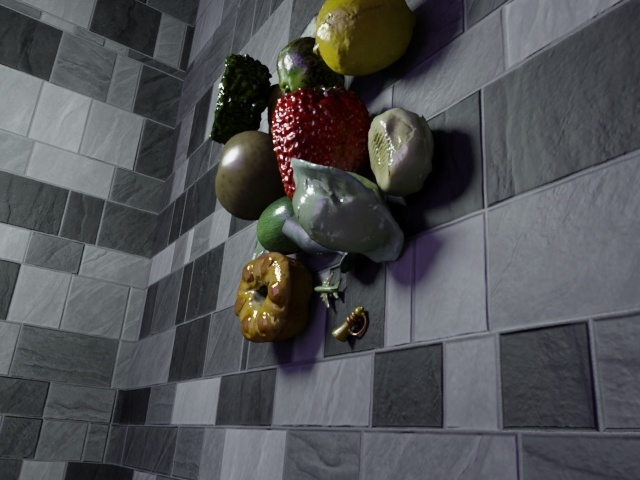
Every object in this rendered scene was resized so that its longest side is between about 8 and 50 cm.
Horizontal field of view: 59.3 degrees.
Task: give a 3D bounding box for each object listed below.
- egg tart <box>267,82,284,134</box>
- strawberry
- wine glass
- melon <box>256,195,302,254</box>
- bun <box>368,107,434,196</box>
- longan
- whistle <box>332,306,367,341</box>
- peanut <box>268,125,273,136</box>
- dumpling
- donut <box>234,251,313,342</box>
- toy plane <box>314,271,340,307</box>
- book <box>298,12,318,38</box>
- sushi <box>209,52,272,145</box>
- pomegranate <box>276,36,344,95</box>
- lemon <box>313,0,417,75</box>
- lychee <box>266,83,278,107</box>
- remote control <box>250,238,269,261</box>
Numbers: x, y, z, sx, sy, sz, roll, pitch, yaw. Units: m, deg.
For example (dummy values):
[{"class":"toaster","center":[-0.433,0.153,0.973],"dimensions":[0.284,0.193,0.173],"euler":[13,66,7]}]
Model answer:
[{"class":"egg tart","center":[-0.065,-0.474,1.977],"dimensions":[0.290,0.107,0.291],"euler":[-3,85,36]},{"class":"strawberry","center":[-0.004,-0.271,1.626],"dimensions":[0.311,0.267,0.352],"euler":[1,72,26]},{"class":"wine glass","center":[0.000,0.000,1.563],"dimensions":[0.222,0.103,0.103],"euler":[29,103,24]},{"class":"melon","center":[-0.090,-0.051,1.758],"dimensions":[0.287,0.182,0.182],"euler":[-25,55,54]},{"class":"bun","center":[0.207,-0.223,1.407],"dimensions":[0.229,0.145,0.230],"euler":[170,90,-83]},{"class":"longan","center":[-0.243,-0.232,2.024],"dimensions":[0.350,0.288,0.289],"euler":[-57,33,39]},{"class":"whistle","center":[0.082,0.223,1.478],"dimensions":[0.109,0.046,0.057],"euler":[-50,23,25]},{"class":"peanut","center":[-0.125,-0.487,2.108],"dimensions":[0.117,0.101,0.263],"euler":[12,88,28]},{"class":"dumpling","center":[0.058,-0.071,1.426],"dimensions":[0.270,0.320,0.212],"euler":[-99,23,-81]},{"class":"donut","center":[-0.149,0.176,1.754],"dimensions":[0.317,0.150,0.299],"euler":[53,126,52]},{"class":"toy plane","center":[0.021,0.143,1.617],"dimensions":[0.111,0.040,0.103],"euler":[-10,65,58]},{"class":"book","center":[-0.045,-0.764,2.195],"dimensions":[0.157,0.026,0.231],"euler":[-45,40,39]},{"class":"sushi","center":[-0.292,-0.522,2.092],"dimensions":[0.352,0.178,0.294],"euler":[129,152,-64]},{"class":"pomegranate","center":[-0.018,-0.550,1.799],"dimensions":[0.203,0.222,0.277],"euler":[-22,26,36]},{"class":"lemon","center":[0.124,-0.599,1.593],"dimensions":[0.283,0.260,0.261],"euler":[-12,63,29]},{"class":"lychee","center":[-0.164,-0.559,2.206],"dimensions":[0.146,0.114,0.114],"euler":[133,143,-57]},{"class":"remote control","center":[-0.214,0.087,2.008],"dimensions":[0.128,0.065,0.336],"euler":[6,80,61]}]
